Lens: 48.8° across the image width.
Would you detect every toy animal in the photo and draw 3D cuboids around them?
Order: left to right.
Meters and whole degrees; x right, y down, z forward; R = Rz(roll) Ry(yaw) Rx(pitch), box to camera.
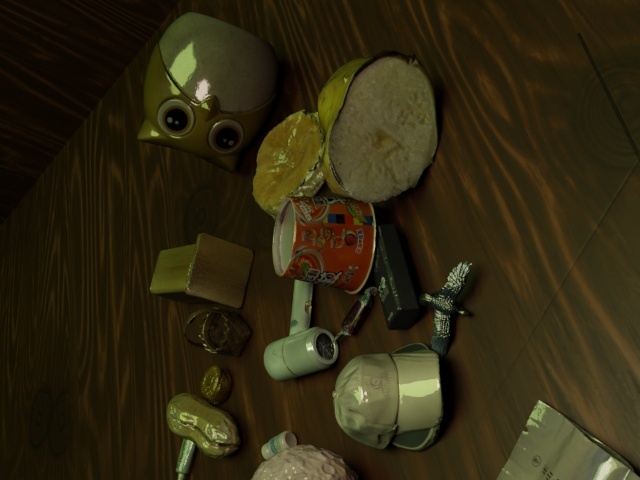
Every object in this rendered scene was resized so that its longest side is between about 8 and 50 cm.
[{"bbox_3d":[0.268,0.139,1.508,0.108,0.062,0.220,30,109,48],"label":"toy animal"}]

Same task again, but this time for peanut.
[{"bbox_3d":[-0.329,0.507,1.950,0.290,0.130,0.130,17,85,39],"label":"peanut"}]

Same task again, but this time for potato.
[{"bbox_3d":[0.102,-0.274,1.763,0.296,0.290,0.396,4,76,62],"label":"potato"}]

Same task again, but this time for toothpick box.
[{"bbox_3d":[-0.380,0.104,2.173,0.308,0.190,0.187,-9,66,51],"label":"toothpick box"},{"bbox_3d":[-0.351,-0.461,2.221,0.409,0.409,0.425,30,102,50],"label":"toothpick box"}]

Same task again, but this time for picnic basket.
[{"bbox_3d":[-0.303,0.254,2.004,0.138,0.179,0.128,40,104,49],"label":"picnic basket"}]

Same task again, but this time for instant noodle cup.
[{"bbox_3d":[0.000,0.000,1.713,0.250,0.192,0.250,-174,90,-72],"label":"instant noodle cup"}]

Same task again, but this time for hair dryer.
[{"bbox_3d":[-0.042,0.177,1.827,0.173,0.108,0.357,-24,49,36],"label":"hair dryer"}]

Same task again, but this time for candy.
[{"bbox_3d":[0.086,0.184,1.708,0.043,0.045,0.175,41,105,35],"label":"candy"}]

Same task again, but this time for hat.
[{"bbox_3d":[0.144,0.326,1.493,0.275,0.161,0.231,-21,61,37],"label":"hat"}]

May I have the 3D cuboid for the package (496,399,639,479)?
[{"bbox_3d":[0.419,0.425,1.218,0.203,0.062,0.251,-62,27,7],"label":"package"}]

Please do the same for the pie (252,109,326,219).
[{"bbox_3d":[-0.082,-0.228,2.063,0.340,0.083,0.339,-26,54,42],"label":"pie"}]

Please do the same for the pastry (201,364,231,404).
[{"bbox_3d":[-0.298,0.414,2.023,0.097,0.057,0.109,-9,63,52],"label":"pastry"}]

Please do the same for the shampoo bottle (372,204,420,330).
[{"bbox_3d":[0.161,0.052,1.649,0.098,0.071,0.309,101,162,-53],"label":"shampoo bottle"}]

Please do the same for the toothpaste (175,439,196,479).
[{"bbox_3d":[-0.378,0.587,2.044,0.064,0.041,0.218,1,70,34],"label":"toothpaste"}]

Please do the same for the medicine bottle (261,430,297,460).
[{"bbox_3d":[-0.103,0.512,1.756,0.089,0.052,0.052,-37,48,32],"label":"medicine bottle"}]

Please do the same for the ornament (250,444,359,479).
[{"bbox_3d":[-0.033,0.556,1.502,0.259,0.260,0.225,-35,50,33],"label":"ornament"}]
